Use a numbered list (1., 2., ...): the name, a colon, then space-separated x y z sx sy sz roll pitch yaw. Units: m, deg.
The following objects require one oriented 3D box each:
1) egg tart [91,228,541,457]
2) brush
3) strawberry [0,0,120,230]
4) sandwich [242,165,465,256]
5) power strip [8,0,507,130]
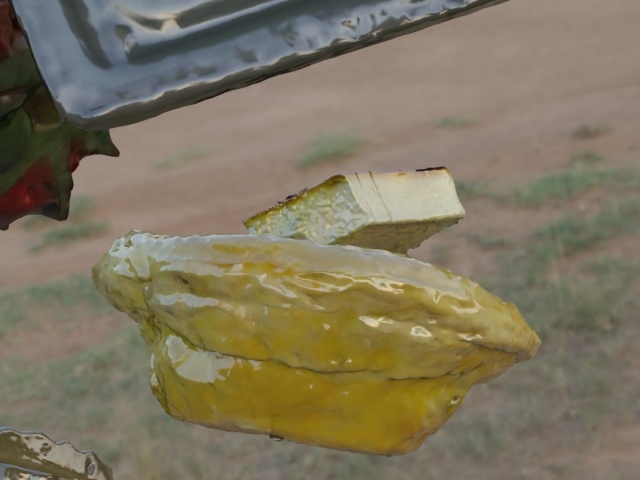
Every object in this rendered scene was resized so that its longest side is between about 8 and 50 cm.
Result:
1. egg tart: -0.012 0.079 1.083 0.319 0.128 0.319 11 -9 2
2. brush: -0.292 0.182 1.262 0.301 0.071 0.084 20 16 -33
3. strawberry: -0.223 -0.145 0.756 0.288 0.250 0.238 27 60 20
4. sandwich: 0.000 0.000 1.300 0.162 0.058 0.193 -5 -19 -42
5. power strip: -0.025 -0.198 0.620 0.251 0.257 0.092 -20 -10 -24
